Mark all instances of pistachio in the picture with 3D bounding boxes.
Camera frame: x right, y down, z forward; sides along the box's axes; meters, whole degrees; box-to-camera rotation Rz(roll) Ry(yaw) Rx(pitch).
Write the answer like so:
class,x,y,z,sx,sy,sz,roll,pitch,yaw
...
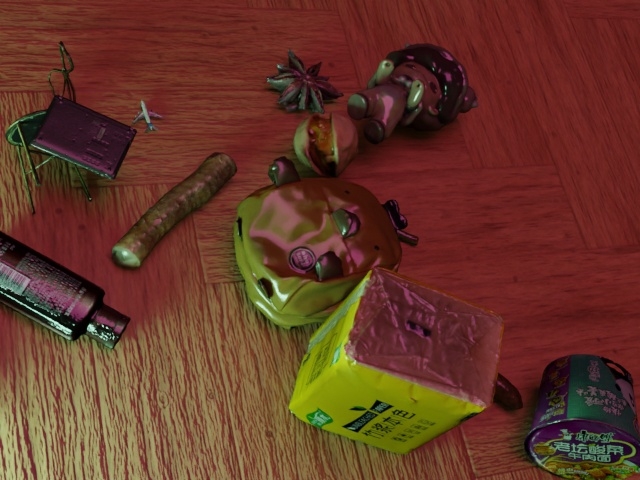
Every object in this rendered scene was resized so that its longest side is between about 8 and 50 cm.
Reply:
class,x,y,z,sx,sy,sz,roll,pitch,yaw
pistachio,0.013,-0.215,2.052,0.157,0.157,0.229,30,15,-3

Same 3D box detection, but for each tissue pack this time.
class,x,y,z,sx,sy,sz,roll,pitch,yaw
tissue pack,0.136,0.249,1.746,0.293,0.382,0.228,21,61,-9

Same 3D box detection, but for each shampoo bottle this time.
class,x,y,z,sx,sy,sz,roll,pitch,yaw
shampoo bottle,-0.530,0.104,1.758,0.323,0.084,0.129,29,60,-5

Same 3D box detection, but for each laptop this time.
class,x,y,z,sx,sy,sz,roll,pitch,yaw
laptop,-0.477,-0.209,1.814,0.180,0.016,0.129,23,62,-9

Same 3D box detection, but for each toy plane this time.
class,x,y,z,sx,sy,sz,roll,pitch,yaw
toy plane,-0.395,-0.284,2.045,0.077,0.024,0.084,-14,62,-25

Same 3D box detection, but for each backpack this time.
class,x,y,z,sx,sy,sz,roll,pitch,yaw
backpack,-0.003,0.001,1.935,0.378,0.201,0.354,-18,73,-27

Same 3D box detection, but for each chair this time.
class,x,y,z,sx,sy,sz,roll,pitch,yaw
chair,-0.576,-0.237,1.883,0.170,0.160,0.326,-16,74,-27

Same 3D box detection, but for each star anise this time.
class,x,y,z,sx,sy,sz,roll,pitch,yaw
star anise,-0.036,-0.382,2.206,0.195,0.065,0.182,16,54,-7

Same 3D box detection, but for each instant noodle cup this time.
class,x,y,z,sx,sy,sz,roll,pitch,yaw
instant noodle cup,0.572,0.375,1.930,0.251,0.251,0.190,23,49,-7

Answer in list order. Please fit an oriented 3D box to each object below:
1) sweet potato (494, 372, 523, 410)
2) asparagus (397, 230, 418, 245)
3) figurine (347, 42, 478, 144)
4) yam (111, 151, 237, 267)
class,x,y,z,sx,sy,sz,roll,pitch,yaw
sweet potato,0.331,0.293,1.978,0.273,0.075,0.075,28,58,-8
asparagus,0.118,-0.048,2.106,0.248,0.024,0.025,26,51,-4
figurine,0.214,-0.349,2.177,0.248,0.203,0.380,41,43,15
yam,-0.310,-0.069,1.934,0.081,0.081,0.357,39,58,3
